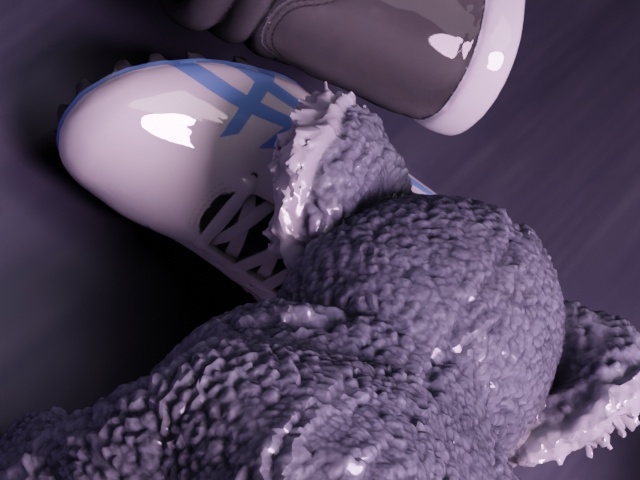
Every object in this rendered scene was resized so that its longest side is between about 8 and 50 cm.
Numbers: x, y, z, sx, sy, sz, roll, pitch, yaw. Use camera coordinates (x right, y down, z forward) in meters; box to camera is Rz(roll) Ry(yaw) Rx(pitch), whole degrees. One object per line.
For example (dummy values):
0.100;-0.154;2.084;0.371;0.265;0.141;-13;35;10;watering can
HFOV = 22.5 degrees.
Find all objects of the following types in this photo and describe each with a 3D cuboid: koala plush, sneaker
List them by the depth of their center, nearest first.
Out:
0.017;0.063;0.549;0.196;0.203;0.221;39;53;2;koala plush
0.000;0.000;0.654;0.237;0.085;0.086;28;24;-31;sneaker
-0.003;-0.184;0.696;0.147;0.104;0.296;16;48;-23;sneaker
